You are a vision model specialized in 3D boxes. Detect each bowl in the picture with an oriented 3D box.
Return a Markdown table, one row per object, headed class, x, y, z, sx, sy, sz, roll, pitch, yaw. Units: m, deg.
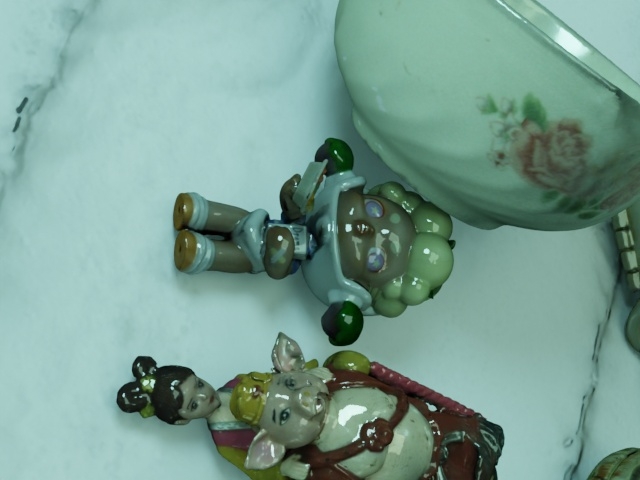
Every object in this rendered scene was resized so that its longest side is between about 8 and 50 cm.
| class | x | y | z | sx | sy | sz | roll | pitch | yaw |
| --- | --- | --- | --- | --- | --- | --- | --- | --- | --- |
| bowl | 0.116 | -0.103 | 0.836 | 0.277 | 0.145 | 0.277 | 35 | 20 | -14 |

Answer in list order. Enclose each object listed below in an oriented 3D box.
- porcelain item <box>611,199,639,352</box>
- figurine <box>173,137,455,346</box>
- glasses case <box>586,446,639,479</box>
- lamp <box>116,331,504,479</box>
| class | x | y | z | sx | sy | sz | roll | pitch | yaw |
| --- | --- | --- | --- | --- | --- | --- | --- | --- | --- |
| porcelain item | 0.298 | 0.056 | 1.019 | 0.084 | 0.054 | 0.213 | -3 | 82 | -16 |
| figurine | 0.001 | 0.000 | 0.801 | 0.197 | 0.093 | 0.147 | 9 | 69 | -32 |
| glasses case | 0.367 | 0.311 | 0.988 | 0.425 | 0.098 | 0.156 | 32 | 68 | -26 |
| lamp | 0.002 | 0.122 | 0.766 | 0.253 | 0.118 | 0.118 | 28 | 65 | -29 |
